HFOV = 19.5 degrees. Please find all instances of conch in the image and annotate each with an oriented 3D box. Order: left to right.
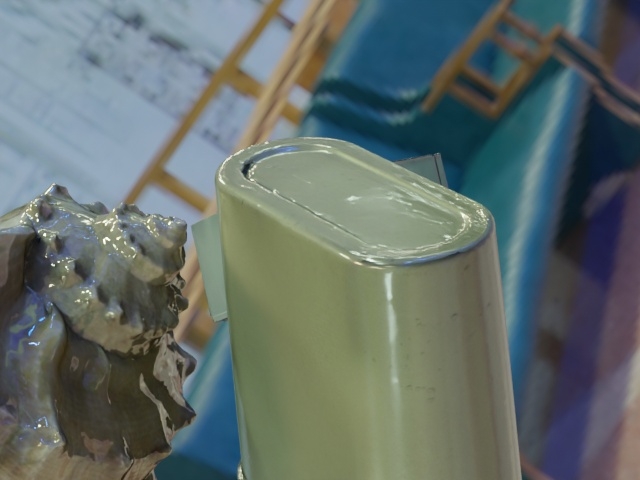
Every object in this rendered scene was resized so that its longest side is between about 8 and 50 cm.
[{"bbox_3d":[-0.198,0.108,1.186,0.324,0.186,0.263,-59,-23,10],"label":"conch"}]

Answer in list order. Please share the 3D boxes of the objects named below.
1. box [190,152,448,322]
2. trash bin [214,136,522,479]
[{"bbox_3d":[0.000,0.000,1.484,0.225,0.129,0.086,-23,79,65],"label":"box"},{"bbox_3d":[0.028,0.081,1.156,0.121,0.247,0.243,-19,27,-27],"label":"trash bin"}]
